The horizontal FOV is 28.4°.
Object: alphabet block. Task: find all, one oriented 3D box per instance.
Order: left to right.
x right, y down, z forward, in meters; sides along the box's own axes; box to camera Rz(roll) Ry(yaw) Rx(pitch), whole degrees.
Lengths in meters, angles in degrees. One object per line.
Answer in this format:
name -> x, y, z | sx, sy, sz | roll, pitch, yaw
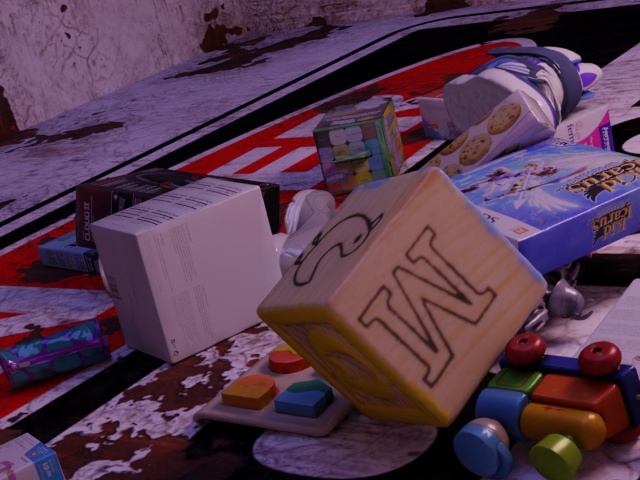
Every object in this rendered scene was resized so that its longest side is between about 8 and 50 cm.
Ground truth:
alphabet block -> 0.086, 0.063, 1.357 | 0.197, 0.193, 0.192 | -51, 15, -21

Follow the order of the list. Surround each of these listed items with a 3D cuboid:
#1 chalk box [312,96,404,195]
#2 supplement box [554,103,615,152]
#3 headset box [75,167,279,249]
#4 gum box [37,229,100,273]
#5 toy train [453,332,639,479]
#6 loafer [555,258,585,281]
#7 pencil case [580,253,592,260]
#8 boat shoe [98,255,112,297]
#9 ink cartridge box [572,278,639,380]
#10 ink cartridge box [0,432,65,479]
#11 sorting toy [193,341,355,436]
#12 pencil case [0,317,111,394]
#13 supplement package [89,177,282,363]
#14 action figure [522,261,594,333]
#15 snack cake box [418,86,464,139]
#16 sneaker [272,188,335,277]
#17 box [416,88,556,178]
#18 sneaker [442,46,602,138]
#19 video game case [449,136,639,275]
chalk box -> 0.070, -0.167, 2.334 | 0.132, 0.132, 0.213 | -8, 19, 15
supplement box -> 0.362, -0.141, 2.058 | 0.220, 0.111, 0.114 | -25, 21, -31
headset box -> -0.246, -0.043, 2.088 | 0.293, 0.110, 0.218 | 9, 15, 30
gum box -> -0.399, 0.006, 2.305 | 0.157, 0.041, 0.184 | -28, 22, -38
toy train -> 0.255, 0.176, 1.204 | 0.248, 0.105, 0.143 | 4, 35, 44
loafer -> 0.236, 0.035, 1.669 | 0.220, 0.078, 0.080 | -8, 19, 20
pencil case -> 0.254, -0.004, 1.746 | 0.236, 0.104, 0.104 | -9, 18, 16
boat shoe -> -0.317, 0.038, 2.094 | 0.065, 0.075, 0.206 | -15, 13, 7
ink cartridge box -> 0.379, 0.123, 1.358 | 0.189, 0.066, 0.232 | 2, 35, 41
ink cartridge box -> -0.363, 0.276, 1.435 | 0.122, 0.052, 0.088 | -26, 21, -29
sorting toy -> -0.025, 0.169, 1.526 | 0.208, 0.038, 0.193 | -2, 21, 34
pencil case -> -0.373, 0.160, 1.775 | 0.152, 0.064, 0.070 | -19, 2, -13
supplement package -> -0.184, 0.036, 1.794 | 0.203, 0.194, 0.149 | -24, 21, -31
action figure -> 0.202, 0.075, 1.560 | 0.285, 0.099, 0.185 | 3, 17, 33
snack cake box -> 0.347, -0.284, 2.546 | 0.264, 0.089, 0.152 | -24, 22, -29
sneaker -> 0.000, 0.000, 1.962 | 0.121, 0.099, 0.262 | 0, 29, 17
box -> 0.186, -0.086, 1.804 | 0.324, 0.067, 0.063 | -39, -29, 22
sneaker -> 0.351, -0.237, 1.963 | 0.236, 0.130, 0.323 | -21, 16, -13
video game case -> 0.281, -0.049, 1.617 | 0.270, 0.061, 0.244 | -22, 25, -25
